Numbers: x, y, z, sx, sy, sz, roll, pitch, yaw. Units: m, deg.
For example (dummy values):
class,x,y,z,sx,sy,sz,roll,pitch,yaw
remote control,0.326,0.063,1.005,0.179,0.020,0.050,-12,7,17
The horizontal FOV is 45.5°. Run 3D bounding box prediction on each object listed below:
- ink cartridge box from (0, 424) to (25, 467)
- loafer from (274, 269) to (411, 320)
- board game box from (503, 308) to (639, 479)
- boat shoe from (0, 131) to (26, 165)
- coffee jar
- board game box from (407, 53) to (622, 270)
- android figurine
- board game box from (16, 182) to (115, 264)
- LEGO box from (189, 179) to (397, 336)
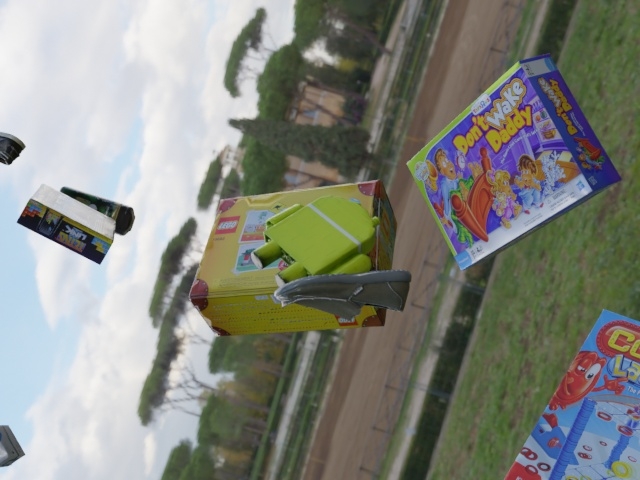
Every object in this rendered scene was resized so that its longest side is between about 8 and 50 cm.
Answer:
class,x,y,z,sx,sy,sz,roll,pitch,yaw
ink cartridge box,-0.411,0.265,0.984,0.028,0.048,0.083,-32,-9,-11
loafer,0.043,0.102,1.371,0.094,0.251,0.088,115,151,-86
board game box,0.451,0.281,1.018,0.308,0.086,0.302,21,74,49
boat shoe,-0.885,-0.245,1.996,0.084,0.232,0.079,60,-135,-60
coffee jar,-0.543,-0.069,1.849,0.096,0.184,0.079,173,114,-82
board game box,0.313,-0.120,1.315,0.234,0.078,0.347,64,148,11
android figurine,0.000,0.000,1.575,0.272,0.248,0.056,-33,-39,-27
board game box,-0.408,-0.029,1.243,0.048,0.141,0.170,-58,17,3
LEGO box,-0.066,0.050,2.112,0.193,0.499,0.373,65,-152,-43
